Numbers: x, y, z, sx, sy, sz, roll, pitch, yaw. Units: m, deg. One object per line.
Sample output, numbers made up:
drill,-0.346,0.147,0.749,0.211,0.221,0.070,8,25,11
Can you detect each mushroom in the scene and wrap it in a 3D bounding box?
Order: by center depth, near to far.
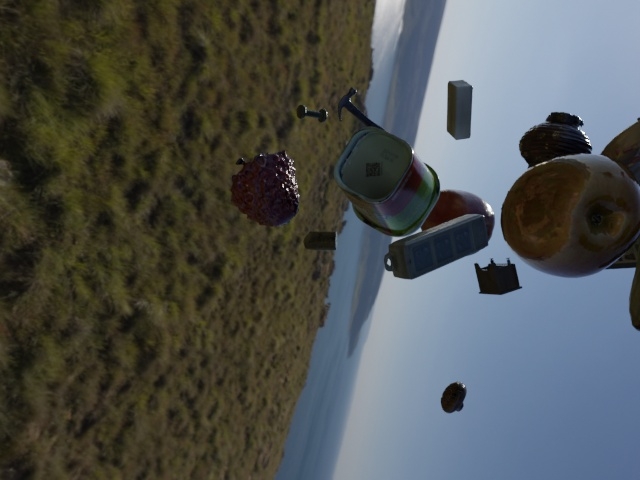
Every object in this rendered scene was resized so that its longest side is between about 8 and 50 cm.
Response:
mushroom,1.012,0.116,1.417,0.107,0.087,0.333,6,92,-75
mushroom,0.502,0.591,1.737,0.126,0.085,0.109,-51,147,-40

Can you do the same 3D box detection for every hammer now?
hammer,0.196,-0.513,1.996,0.137,0.290,0.037,-48,-162,11

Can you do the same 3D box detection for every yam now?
yam,0.000,0.000,1.560,0.070,0.146,0.069,-7,98,-59

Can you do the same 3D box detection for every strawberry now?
strawberry,-0.138,-0.134,1.333,0.234,0.178,0.234,-31,156,-15

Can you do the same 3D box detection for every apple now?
apple,0.767,-0.076,1.411,0.346,0.391,0.391,-64,166,-80

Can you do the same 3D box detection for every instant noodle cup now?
instant noodle cup,0.193,-0.178,1.383,0.308,0.294,0.294,27,76,-65

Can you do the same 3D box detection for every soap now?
soap,0.485,-0.456,1.606,0.121,0.064,0.183,-89,173,-61

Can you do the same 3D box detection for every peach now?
peach,0.641,-0.092,2.203,0.290,0.373,0.372,55,42,-42

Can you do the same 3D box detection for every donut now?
donut,1.111,-0.312,1.526,0.382,0.383,0.142,83,-11,-66

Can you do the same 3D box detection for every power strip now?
power strip,0.245,0.010,0.941,0.272,0.052,0.078,-18,101,-32

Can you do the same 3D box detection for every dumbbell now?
dumbbell,-0.031,-0.469,1.704,0.046,0.118,0.052,-10,-97,54

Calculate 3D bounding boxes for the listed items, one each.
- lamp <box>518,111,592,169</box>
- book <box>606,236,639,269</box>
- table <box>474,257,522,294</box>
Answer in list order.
lamp,0.840,-0.339,1.649,0.247,0.247,0.247,13,90,-82
book,1.140,-0.024,1.802,0.039,0.428,0.300,-30,101,-32
table,0.450,0.090,1.176,0.083,0.070,0.082,171,-95,-70
